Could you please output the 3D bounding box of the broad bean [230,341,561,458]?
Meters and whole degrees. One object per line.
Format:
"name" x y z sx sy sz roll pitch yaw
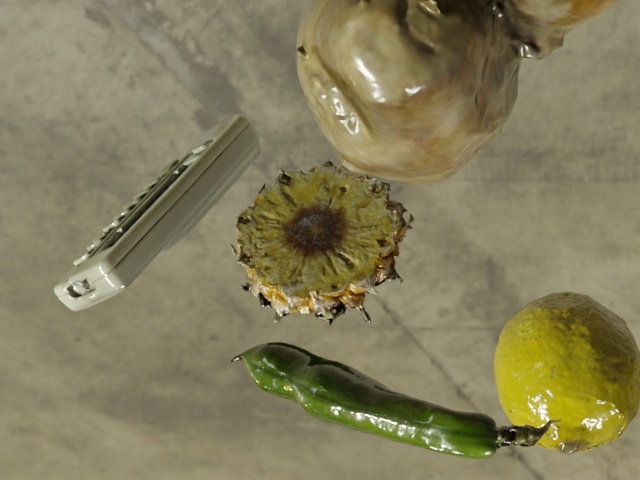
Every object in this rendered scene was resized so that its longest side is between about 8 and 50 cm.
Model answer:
"broad bean" 0.049 0.146 1.057 0.318 0.056 0.098 12 -173 27

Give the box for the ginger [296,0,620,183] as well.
"ginger" 0.113 -0.161 0.701 0.304 0.155 0.244 -38 168 21

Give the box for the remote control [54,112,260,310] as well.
"remote control" -0.130 -0.025 0.991 0.090 0.230 0.049 -20 113 46

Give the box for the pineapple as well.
"pineapple" 0.000 0.000 1.275 0.221 0.221 0.047 -4 147 15

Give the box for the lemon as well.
"lemon" 0.294 0.155 1.380 0.181 0.193 0.180 6 109 18
